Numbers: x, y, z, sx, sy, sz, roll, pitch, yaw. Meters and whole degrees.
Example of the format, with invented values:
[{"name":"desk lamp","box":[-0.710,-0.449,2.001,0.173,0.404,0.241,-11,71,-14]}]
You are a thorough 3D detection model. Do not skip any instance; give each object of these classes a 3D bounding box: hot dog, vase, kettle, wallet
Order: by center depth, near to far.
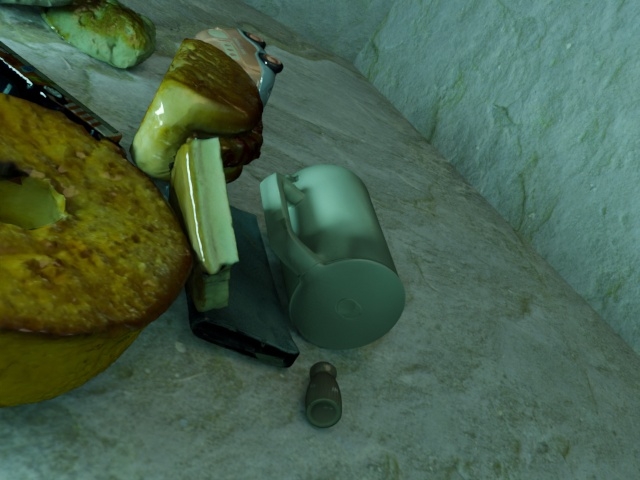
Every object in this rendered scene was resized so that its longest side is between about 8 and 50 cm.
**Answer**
[{"name":"vase","box":[0.005,0.223,0.904,0.053,0.053,0.100,32,19,-13]},{"name":"wallet","box":[-0.155,0.044,1.018,0.191,0.046,0.379,24,25,-32]},{"name":"kettle","box":[0.016,0.000,1.107,0.205,0.265,0.318,-11,37,-1]},{"name":"hot dog","box":[-0.218,-0.235,1.196,0.223,0.185,0.405,29,25,-19]}]

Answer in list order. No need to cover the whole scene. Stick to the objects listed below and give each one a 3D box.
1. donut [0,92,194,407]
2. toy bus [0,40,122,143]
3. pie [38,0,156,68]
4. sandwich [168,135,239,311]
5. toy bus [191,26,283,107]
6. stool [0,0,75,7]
[{"name":"donut","box":[-0.338,0.000,0.689,0.378,0.163,0.435,9,34,-51]},{"name":"toy bus","box":[-0.516,-0.260,1.005,0.409,0.093,0.092,38,15,-2]},{"name":"pie","box":[-0.536,-0.520,1.489,0.274,0.105,0.257,34,37,-3]},{"name":"sandwich","box":[-0.175,0.000,0.878,0.063,0.245,0.212,-6,72,-19]},{"name":"toy bus","box":[-0.256,-0.452,1.663,0.232,0.194,0.287,2,41,-36]},{"name":"stool","box":[-0.687,-0.676,1.310,0.310,0.226,0.310,-13,53,-42]}]
